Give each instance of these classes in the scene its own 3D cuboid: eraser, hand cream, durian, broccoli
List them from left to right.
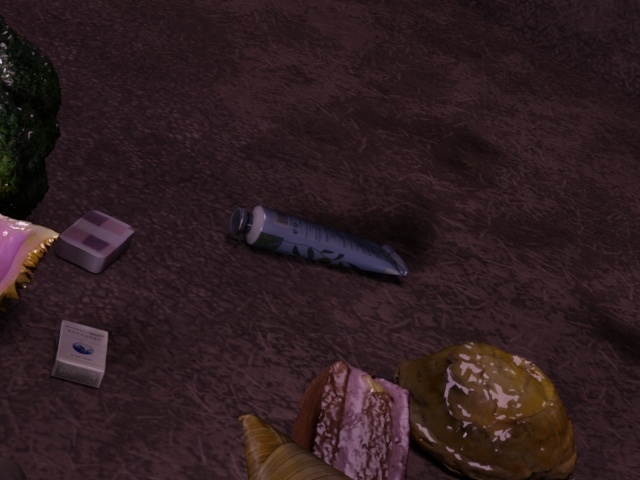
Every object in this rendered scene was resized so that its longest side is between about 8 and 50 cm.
[{"bbox_3d":[-0.434,-0.139,1.704,0.283,0.321,0.304,-25,54,-8],"label":"broccoli"},{"bbox_3d":[-0.388,0.007,1.581,0.182,0.132,0.165,2,24,-31],"label":"durian"},{"bbox_3d":[-0.274,0.001,1.805,0.065,0.026,0.105,23,25,6],"label":"eraser"},{"bbox_3d":[0.000,0.000,2.004,0.256,0.055,0.088,13,19,-26],"label":"hand cream"}]

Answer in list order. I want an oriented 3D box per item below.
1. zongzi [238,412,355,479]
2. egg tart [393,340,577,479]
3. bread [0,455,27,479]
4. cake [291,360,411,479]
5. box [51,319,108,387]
[{"bbox_3d":[0.056,0.285,1.373,0.286,0.134,0.288,14,35,-26],"label":"zongzi"},{"bbox_3d":[0.203,0.196,1.745,0.252,0.098,0.232,32,30,11],"label":"egg tart"},{"bbox_3d":[-0.361,0.215,1.138,0.102,0.183,0.337,28,24,30],"label":"bread"},{"bbox_3d":[0.031,0.240,1.502,0.116,0.113,0.295,16,38,-12],"label":"cake"},{"bbox_3d":[-0.257,0.121,1.586,0.054,0.024,0.083,18,24,-14],"label":"box"}]
